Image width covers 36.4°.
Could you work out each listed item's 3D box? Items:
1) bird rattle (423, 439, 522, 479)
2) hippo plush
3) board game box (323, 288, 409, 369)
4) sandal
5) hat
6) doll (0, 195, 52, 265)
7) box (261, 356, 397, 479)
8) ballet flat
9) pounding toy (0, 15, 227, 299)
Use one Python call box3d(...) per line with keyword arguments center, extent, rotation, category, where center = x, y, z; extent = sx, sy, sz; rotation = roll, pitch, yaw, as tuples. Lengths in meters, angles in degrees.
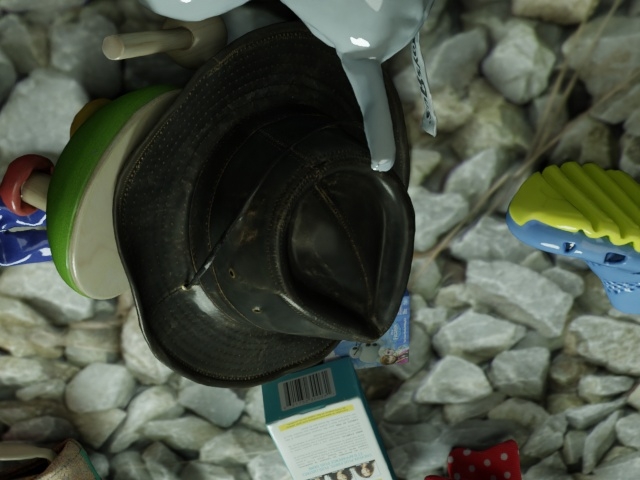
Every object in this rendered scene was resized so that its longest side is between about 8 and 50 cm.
box3d(center=(0.187, 0.358, 1.145), extent=(0.207, 0.143, 0.253), rotation=(-31, 122, 30), category="bird rattle")
box3d(center=(-0.022, -0.229, 0.691), extent=(0.236, 0.234, 0.294), rotation=(8, 111, 20), category="hippo plush")
box3d(center=(0.046, 0.092, 0.997), extent=(0.090, 0.020, 0.090), rotation=(-7, 125, -5), category="board game box")
box3d(center=(0.318, 0.019, 0.942), extent=(0.317, 0.126, 0.138), rotation=(13, 124, -17), category="sandal")
box3d(center=(0.000, 0.000, 0.788), extent=(0.331, 0.134, 0.331), rotation=(-23, 126, -35), category="hat")
box3d(center=(-0.295, -0.003, 0.852), extent=(0.189, 0.046, 0.129), rotation=(-4, 123, -9), category="doll")
box3d(center=(0.021, 0.237, 1.052), extent=(0.100, 0.060, 0.244), rotation=(-17, 130, 3), category="box")
box3d(center=(-0.384, 0.268, 1.000), extent=(0.316, 0.107, 0.106), rotation=(-14, 105, -7), category="ballet flat")
box3d(center=(-0.175, -0.079, 0.774), extent=(0.110, 0.183, 0.237), rotation=(26, 116, 16), category="pounding toy")
